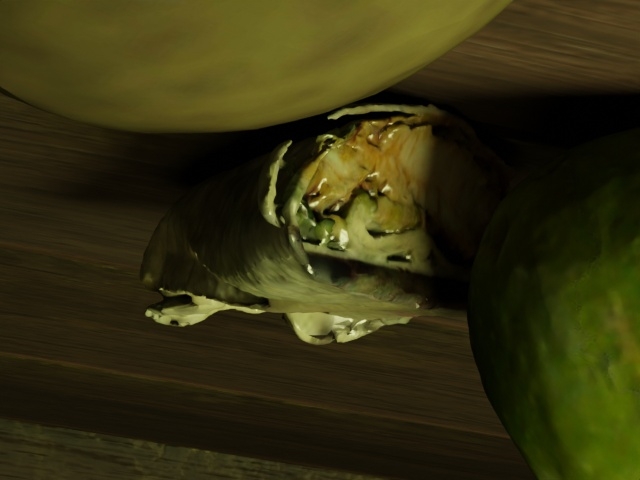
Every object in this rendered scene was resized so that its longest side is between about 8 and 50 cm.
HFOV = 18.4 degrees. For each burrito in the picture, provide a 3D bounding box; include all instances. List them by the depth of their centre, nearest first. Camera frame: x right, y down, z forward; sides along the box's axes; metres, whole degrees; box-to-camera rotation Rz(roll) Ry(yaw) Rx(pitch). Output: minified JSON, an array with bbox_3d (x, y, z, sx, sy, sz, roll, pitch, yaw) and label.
[{"bbox_3d":[0.013,-0.001,1.037,0.175,0.107,0.348,-5,172,-16],"label":"burrito"}]

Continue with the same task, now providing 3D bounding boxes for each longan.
[{"bbox_3d":[-0.024,-0.112,0.379,0.198,0.198,0.212,5,149,10],"label":"longan"}]

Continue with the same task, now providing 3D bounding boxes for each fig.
[{"bbox_3d":[0.171,0.085,0.891,0.206,0.275,0.206,-3,153,-2],"label":"fig"}]
